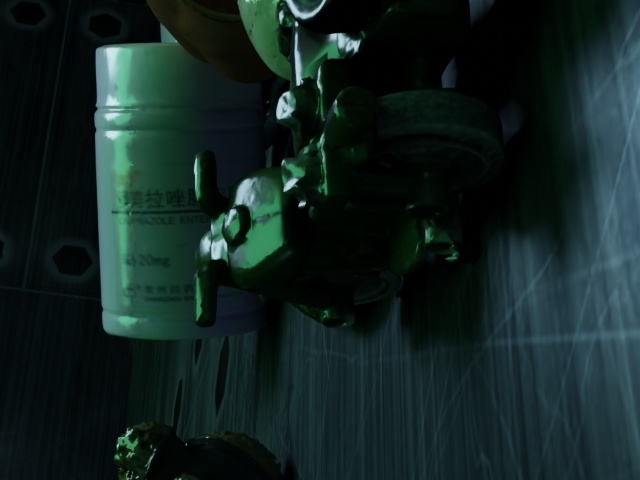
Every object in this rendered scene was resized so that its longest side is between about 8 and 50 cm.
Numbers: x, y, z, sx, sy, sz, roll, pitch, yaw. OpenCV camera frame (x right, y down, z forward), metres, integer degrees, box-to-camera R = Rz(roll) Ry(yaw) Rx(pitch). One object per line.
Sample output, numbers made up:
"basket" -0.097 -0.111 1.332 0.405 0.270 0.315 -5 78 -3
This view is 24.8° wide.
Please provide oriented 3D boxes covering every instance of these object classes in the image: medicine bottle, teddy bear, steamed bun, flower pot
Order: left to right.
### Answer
"medicine bottle" -0.123 -0.048 1.295 0.152 0.152 0.254 -144 53 -79
"teddy bear" -0.085 0.203 1.093 0.129 0.182 0.251 -46 7 -5
"flower pot" -0.053 -0.218 1.141 0.173 0.191 0.190 85 -171 -71
"steamed bun" -0.011 -0.166 0.979 0.112 0.091 0.130 -101 2 -57

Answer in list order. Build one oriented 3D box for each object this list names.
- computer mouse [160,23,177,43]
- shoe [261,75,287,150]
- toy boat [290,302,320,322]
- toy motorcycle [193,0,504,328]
"computer mouse" -0.137 -0.254 1.758 0.184 0.121 0.297 -105 26 -63
"shoe" -0.068 -0.157 1.430 0.106 0.091 0.207 -34 37 41
"toy boat" 0.000 0.000 0.958 0.210 0.052 0.104 -157 78 -81
"toy motorcycle" 0.009 -0.073 0.731 0.275 0.127 0.205 126 144 -64
